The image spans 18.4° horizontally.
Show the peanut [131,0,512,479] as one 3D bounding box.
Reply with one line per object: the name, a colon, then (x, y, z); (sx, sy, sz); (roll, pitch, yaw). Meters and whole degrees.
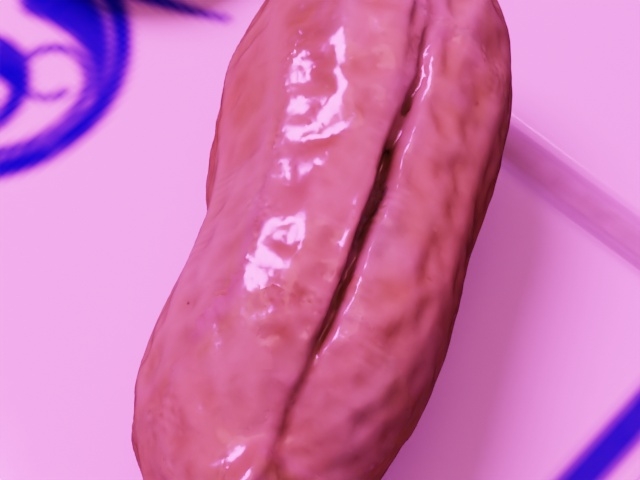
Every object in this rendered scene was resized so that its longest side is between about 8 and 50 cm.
peanut: (0.000, 0.000, 0.489); (0.080, 0.080, 0.174); (15, 63, 6)
